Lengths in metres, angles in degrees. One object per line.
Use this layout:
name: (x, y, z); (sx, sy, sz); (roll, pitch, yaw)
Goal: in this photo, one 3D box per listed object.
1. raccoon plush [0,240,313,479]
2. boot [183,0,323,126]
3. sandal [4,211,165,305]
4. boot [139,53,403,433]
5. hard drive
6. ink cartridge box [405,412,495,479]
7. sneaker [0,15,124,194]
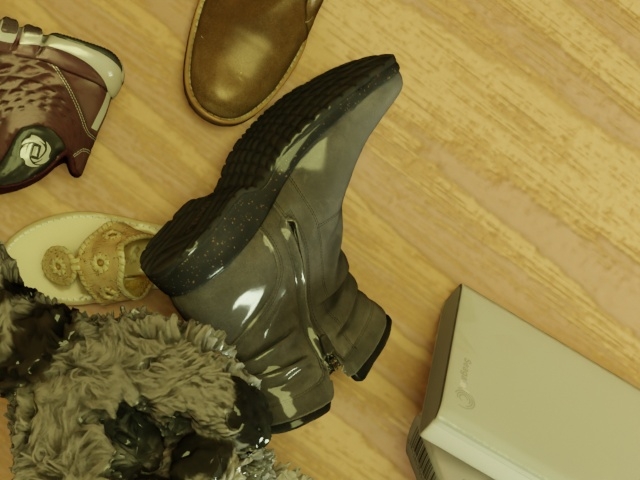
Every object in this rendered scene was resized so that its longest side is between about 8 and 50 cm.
raccoon plush: (-0.145, 0.164, 1.437); (0.216, 0.299, 0.446); (-34, 58, -2)
boot: (-0.033, -0.248, 1.516); (0.112, 0.115, 0.305); (31, 80, -11)
sandal: (-0.172, 0.016, 1.478); (0.240, 0.079, 0.088); (3, 85, -13)
boot: (0.000, 0.000, 1.514); (0.338, 0.118, 0.222); (-47, 114, -24)
hard drive: (0.241, 0.183, 1.521); (0.308, 0.040, 0.203); (31, 35, -10)
ink cartridge box: (0.212, 0.242, 1.493); (0.232, 0.189, 0.066); (0, 129, -18)
sneaker: (-0.325, -0.125, 1.442); (0.281, 0.106, 0.162); (16, 85, -12)
